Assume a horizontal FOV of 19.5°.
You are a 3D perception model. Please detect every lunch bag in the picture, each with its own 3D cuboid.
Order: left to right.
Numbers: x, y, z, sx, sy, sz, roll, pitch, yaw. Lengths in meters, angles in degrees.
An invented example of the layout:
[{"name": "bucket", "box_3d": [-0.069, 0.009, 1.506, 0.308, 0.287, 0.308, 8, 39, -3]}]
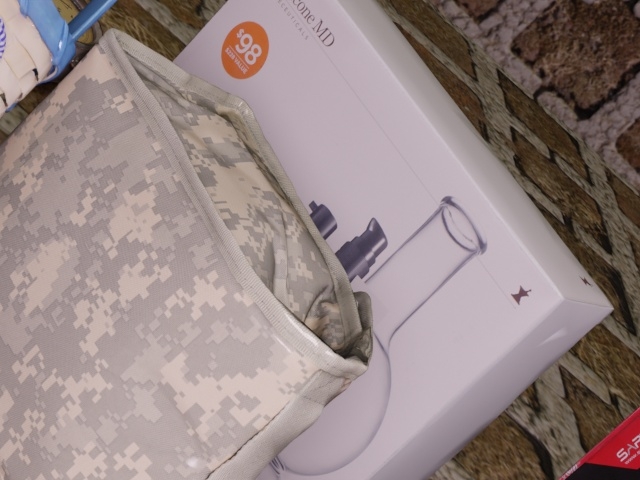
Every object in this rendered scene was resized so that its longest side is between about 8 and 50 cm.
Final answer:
[{"name": "lunch bag", "box_3d": [-0.108, 0.056, 1.150, 0.169, 0.235, 0.287, 27, 26, -50]}]

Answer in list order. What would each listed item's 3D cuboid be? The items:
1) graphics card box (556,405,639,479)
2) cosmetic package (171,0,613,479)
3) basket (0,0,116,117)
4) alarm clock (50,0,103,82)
[{"name": "graphics card box", "box_3d": [0.321, 0.328, 1.503, 0.094, 0.233, 0.371, 19, 31, -54]}, {"name": "cosmetic package", "box_3d": [0.000, 0.000, 1.423, 0.097, 0.284, 0.377, 15, 35, -57]}, {"name": "basket", "box_3d": [-0.252, -0.185, 1.178, 0.255, 0.201, 0.289, 49, 57, -30]}, {"name": "alarm clock", "box_3d": [-0.271, -0.208, 1.624, 0.192, 0.064, 0.129, 43, 19, -14]}]
